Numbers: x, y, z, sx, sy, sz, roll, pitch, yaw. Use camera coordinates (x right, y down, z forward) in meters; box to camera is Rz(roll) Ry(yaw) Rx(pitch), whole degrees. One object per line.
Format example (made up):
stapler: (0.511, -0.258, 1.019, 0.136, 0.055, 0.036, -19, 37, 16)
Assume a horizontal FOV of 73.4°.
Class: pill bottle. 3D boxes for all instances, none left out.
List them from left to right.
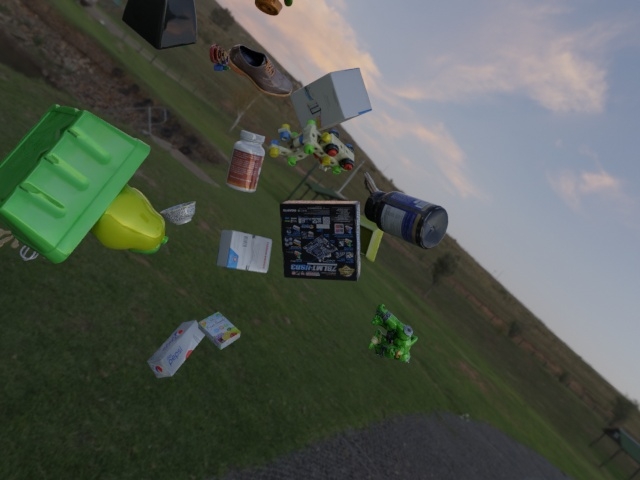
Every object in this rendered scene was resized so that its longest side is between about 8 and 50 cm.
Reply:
pill bottle: (-0.280, -0.300, 1.627, 0.121, 0.216, 0.121, 16, 14, -4)
pill bottle: (0.230, -0.066, 1.191, 0.219, 0.123, 0.123, 28, -7, 45)

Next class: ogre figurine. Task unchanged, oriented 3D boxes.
ogre figurine: (0.206, 0.276, 1.226, 0.118, 0.197, 0.097, 23, 25, 32)

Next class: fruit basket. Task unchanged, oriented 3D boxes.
fruit basket: (-0.581, -0.106, 1.102, 0.283, 0.392, 0.392, 18, -10, 32)

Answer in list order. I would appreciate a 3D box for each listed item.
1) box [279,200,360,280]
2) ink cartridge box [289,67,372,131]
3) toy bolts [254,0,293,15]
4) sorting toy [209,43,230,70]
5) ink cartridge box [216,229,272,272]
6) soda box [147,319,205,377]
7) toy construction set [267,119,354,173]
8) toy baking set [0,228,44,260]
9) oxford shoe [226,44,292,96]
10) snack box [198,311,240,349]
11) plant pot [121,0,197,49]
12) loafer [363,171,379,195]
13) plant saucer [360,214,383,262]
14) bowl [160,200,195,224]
box: (0.000, 0.000, 1.605, 0.295, 0.293, 0.073, 1, 16, 16)
ink cartridge box: (0.037, -0.522, 1.625, 0.233, 0.171, 0.168, -7, -73, 48)
toy bolts: (-0.187, -0.890, 1.425, 0.228, 0.158, 0.218, 18, 2, -19)
sorting toy: (-0.259, -0.480, 1.135, 0.042, 0.061, 0.102, 6, 13, 4)
ink cartridge box: (-0.292, 0.045, 1.658, 0.082, 0.139, 0.191, 3, -8, 43)
soda box: (-0.650, 0.489, 1.953, 0.098, 0.091, 0.286, 67, 25, -18)
toy construction set: (-0.007, -0.308, 1.513, 0.328, 0.215, 0.151, 9, 73, -57)
toy baking set: (-1.003, -0.021, 1.494, 0.256, 0.197, 0.030, 20, -39, 4)
oxford shoe: (-0.272, -0.811, 2.068, 0.364, 0.130, 0.133, 19, -13, -35)
snack box: (-0.400, 0.354, 1.699, 0.141, 0.037, 0.100, 35, 38, 26)
plant pot: (-0.544, -0.803, 1.494, 0.187, 0.167, 0.188, 42, 43, 8)
loafer: (0.171, -0.174, 1.449, 0.125, 0.039, 0.045, 52, 17, -34)
plant saucer: (0.184, -0.014, 1.988, 0.188, 0.188, 0.045, 28, 25, 30)
bowl: (-0.655, -0.121, 2.014, 0.170, 0.170, 0.080, -127, -161, -74)
